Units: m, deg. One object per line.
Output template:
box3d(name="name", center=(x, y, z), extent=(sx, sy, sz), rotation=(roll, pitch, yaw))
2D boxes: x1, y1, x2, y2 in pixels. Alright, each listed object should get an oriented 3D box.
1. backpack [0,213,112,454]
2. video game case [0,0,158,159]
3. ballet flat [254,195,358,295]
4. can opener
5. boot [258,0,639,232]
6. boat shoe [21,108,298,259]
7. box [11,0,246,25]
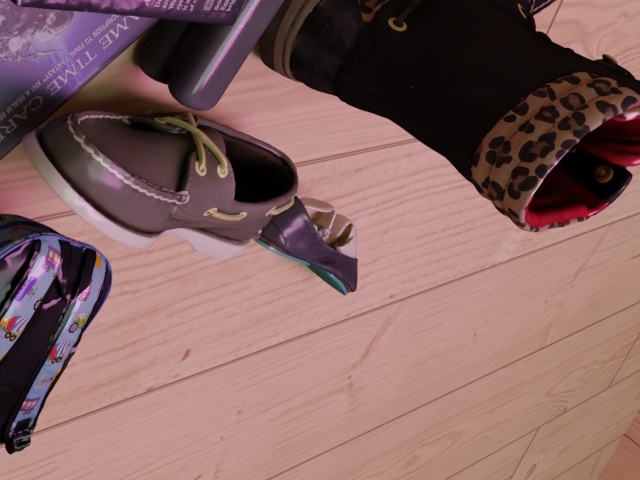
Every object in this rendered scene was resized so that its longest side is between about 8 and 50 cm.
box3d(name="backpack", center=(-0.240, 0.051, 0.869), extent=(0.173, 0.117, 0.158), rotation=(-54, 151, 7))
box3d(name="video game case", center=(-0.200, -0.178, 0.754), extent=(0.196, 0.026, 0.274), rotation=(-44, 152, -12))
box3d(name="ballet flat", center=(0.000, 0.000, 1.212), extent=(0.074, 0.074, 0.203), rotation=(-52, 150, 2))
box3d(name="can opener", center=(-0.022, -0.222, 0.908), extent=(0.283, 0.076, 0.095), rotation=(-56, 151, 12))
box3d(name="boot", center=(0.171, -0.157, 1.040), extent=(0.377, 0.284, 0.138), rotation=(-22, 141, -41))
box3d(name="boat shoe", center=(-0.108, -0.054, 0.925), extent=(0.091, 0.109, 0.305), rotation=(-38, 163, 13))
box3d(name="box", center=(-0.128, -0.193, 0.650), extent=(0.158, 0.156, 0.093), rotation=(-7, 130, -52))
